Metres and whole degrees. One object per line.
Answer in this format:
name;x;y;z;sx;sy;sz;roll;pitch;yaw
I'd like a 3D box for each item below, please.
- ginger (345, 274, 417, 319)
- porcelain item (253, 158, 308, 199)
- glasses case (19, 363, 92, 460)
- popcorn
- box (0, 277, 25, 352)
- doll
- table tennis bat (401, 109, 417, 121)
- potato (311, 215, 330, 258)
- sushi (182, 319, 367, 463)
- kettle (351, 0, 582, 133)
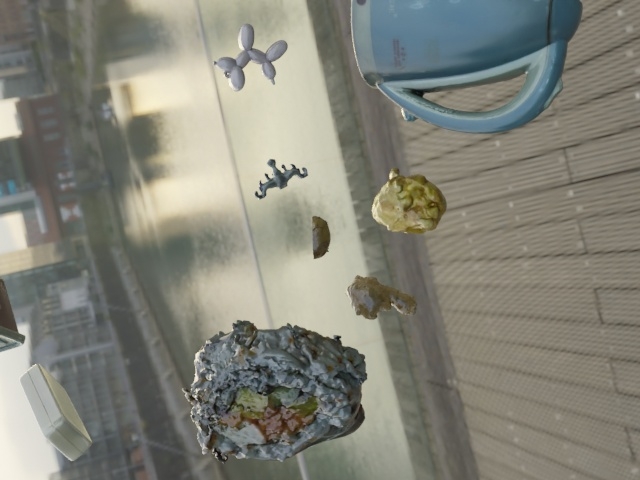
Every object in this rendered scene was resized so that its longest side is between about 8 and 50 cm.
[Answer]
ginger;0.134;0.140;1.996;0.067;0.165;0.096;103;-173;-61
porcelain item;-0.101;-0.154;2.046;0.075;0.136;0.021;65;172;-8
glasses case;-0.703;0.449;2.356;0.313;0.070;0.131;36;163;53
popcorn;0.251;-0.104;2.597;0.191;0.190;0.253;45;180;-10
box;-0.778;0.155;1.900;0.294;0.193;0.167;74;176;-75
doll;-0.173;-0.437;2.167;0.160;0.161;0.059;-70;19;-1
table tennis bat;0.149;-0.317;1.698;0.124;0.033;0.201;88;167;-71
potato;0.001;0.001;1.772;0.036;0.037;0.093;-79;-11;-64
sushi;-0.094;0.318;1.898;0.417;0.417;0.176;93;170;-47
kettle;0.246;-0.332;1.450;0.247;0.342;0.319;1;-87;-69
